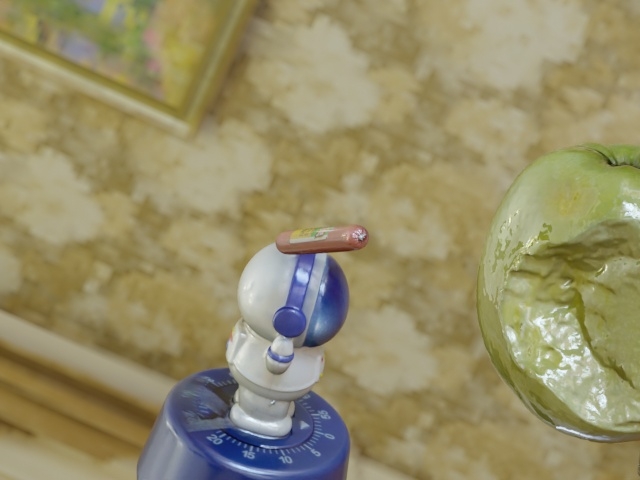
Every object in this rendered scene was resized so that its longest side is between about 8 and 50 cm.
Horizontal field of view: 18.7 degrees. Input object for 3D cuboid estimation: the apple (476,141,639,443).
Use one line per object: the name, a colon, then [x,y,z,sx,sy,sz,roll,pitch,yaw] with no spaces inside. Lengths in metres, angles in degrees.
apple: [0.276,0.043,1.735,0.279,0.279,0.279,-156,90,-86]

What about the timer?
timer: [-0.061,0.174,2.404,0.270,0.270,0.383,-73,-1,-62]

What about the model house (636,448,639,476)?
model house: [0.401,0.152,2.026,0.243,0.204,0.211,7,87,54]

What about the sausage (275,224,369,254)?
sausage: [0.000,0.000,2.129,0.223,0.029,0.029,-5,60,65]
